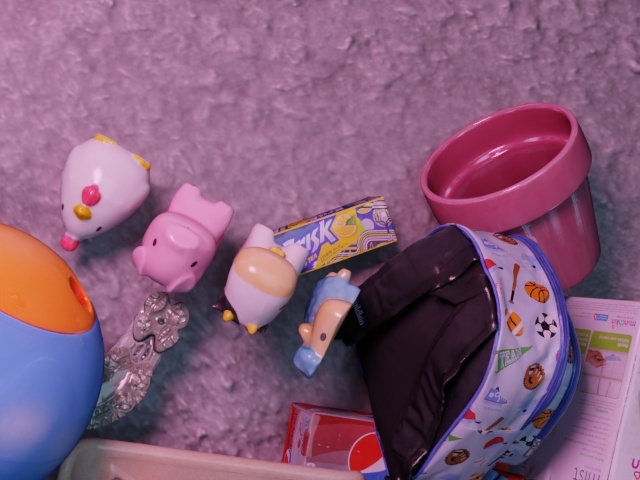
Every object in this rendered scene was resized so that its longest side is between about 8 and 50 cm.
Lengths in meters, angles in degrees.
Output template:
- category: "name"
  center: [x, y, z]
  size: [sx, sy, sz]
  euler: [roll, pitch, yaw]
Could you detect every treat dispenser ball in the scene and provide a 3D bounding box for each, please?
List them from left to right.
- category: "treat dispenser ball"
  center: [-0.357, 0.119, 1.212]
  size: [0.288, 0.288, 0.288]
  euler: [0, 90, -19]

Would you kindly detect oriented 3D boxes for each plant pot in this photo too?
- category: "plant pot"
  center: [0.246, -0.037, 1.486]
  size: [0.201, 0.201, 0.180]
  euler: [-39, 117, -15]

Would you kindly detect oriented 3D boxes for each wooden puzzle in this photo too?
- category: "wooden puzzle"
  center: [-0.135, 0.391, 1.354]
  size: [0.347, 0.080, 0.322]
  euler: [9, 103, -18]

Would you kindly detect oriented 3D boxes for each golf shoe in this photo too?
- category: "golf shoe"
  center: [-0.211, 0.139, 1.368]
  size: [0.069, 0.086, 0.176]
  euler: [41, 70, -2]

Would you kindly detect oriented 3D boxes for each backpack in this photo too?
- category: "backpack"
  center: [0.164, 0.120, 1.364]
  size: [0.213, 0.263, 0.277]
  euler: [0, 48, -26]

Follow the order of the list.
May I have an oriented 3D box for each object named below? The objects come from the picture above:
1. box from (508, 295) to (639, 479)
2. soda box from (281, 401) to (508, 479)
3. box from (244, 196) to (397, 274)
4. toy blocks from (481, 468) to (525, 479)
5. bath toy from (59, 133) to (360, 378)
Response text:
- category: "box"
  center: [0.334, 0.190, 1.470]
  size: [0.126, 0.262, 0.231]
  euler: [15, 84, -19]
- category: "soda box"
  center: [0.091, 0.258, 1.477]
  size: [0.263, 0.083, 0.092]
  euler: [12, 88, -19]
- category: "box"
  center: [0.000, 0.000, 1.463]
  size: [0.168, 0.054, 0.059]
  euler: [-19, 96, -18]
- category: "toy blocks"
  center: [0.227, 0.415, 1.446]
  size: [0.261, 0.190, 0.381]
  euler: [-41, 129, -20]
- category: "bath toy"
  center: [-0.134, 0.015, 1.335]
  size: [0.348, 0.151, 0.129]
  euler: [29, 81, 0]
